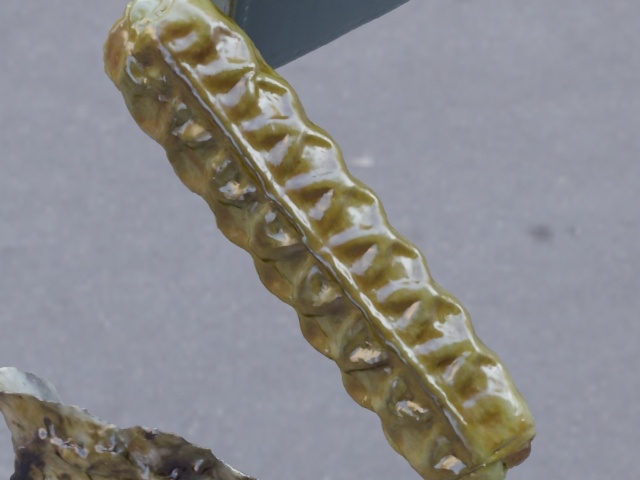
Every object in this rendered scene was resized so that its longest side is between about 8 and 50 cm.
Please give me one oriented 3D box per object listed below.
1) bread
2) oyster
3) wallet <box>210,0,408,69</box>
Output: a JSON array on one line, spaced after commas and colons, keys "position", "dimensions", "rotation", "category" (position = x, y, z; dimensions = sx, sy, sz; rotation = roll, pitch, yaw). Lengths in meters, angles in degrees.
[{"position": [-0.001, 0.001, 1.204], "dimensions": [0.367, 0.084, 0.077], "rotation": [52, 30, -1], "category": "bread"}, {"position": [-0.070, 0.225, 1.374], "dimensions": [0.204, 0.396, 0.111], "rotation": [0, 48, 46], "category": "oyster"}, {"position": [0.015, -0.272, 1.365], "dimensions": [0.252, 0.360, 0.083], "rotation": [-33, 61, -32], "category": "wallet"}]
